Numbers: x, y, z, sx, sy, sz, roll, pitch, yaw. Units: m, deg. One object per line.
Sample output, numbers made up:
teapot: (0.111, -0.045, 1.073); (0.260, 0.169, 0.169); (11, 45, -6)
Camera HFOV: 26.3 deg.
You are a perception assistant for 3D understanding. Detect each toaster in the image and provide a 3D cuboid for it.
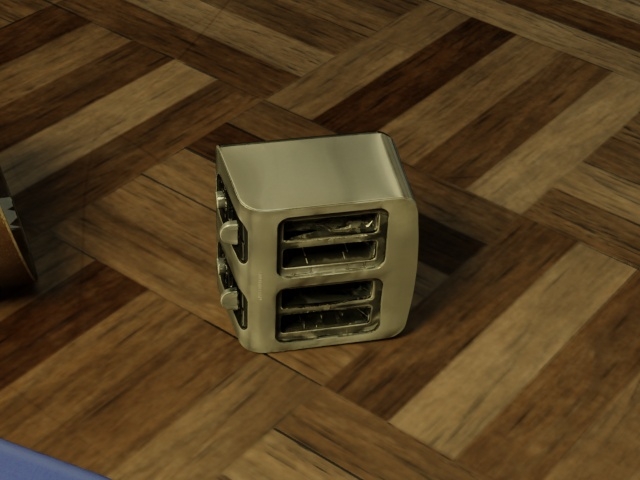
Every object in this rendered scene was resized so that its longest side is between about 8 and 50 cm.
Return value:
toaster: (0.000, 0.000, 1.196); (0.186, 0.168, 0.110); (-6, 41, -11)

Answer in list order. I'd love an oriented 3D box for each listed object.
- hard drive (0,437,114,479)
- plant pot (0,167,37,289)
hard drive: (-0.224, 0.236, 0.958); (0.319, 0.040, 0.210); (16, 39, 15)
plant pot: (-0.391, -0.024, 1.181); (0.231, 0.215, 0.215); (-21, 42, -8)
